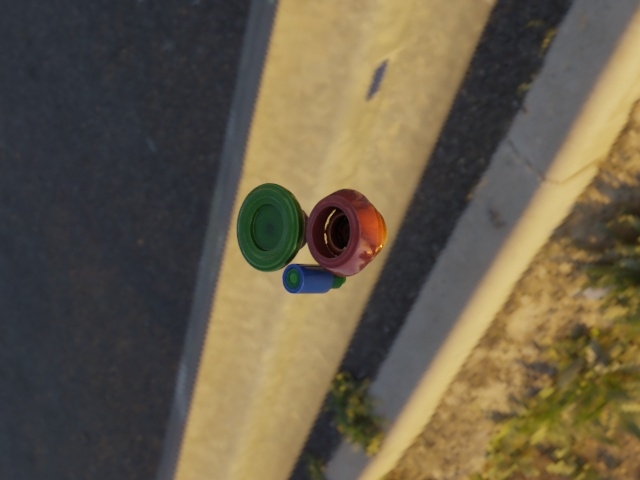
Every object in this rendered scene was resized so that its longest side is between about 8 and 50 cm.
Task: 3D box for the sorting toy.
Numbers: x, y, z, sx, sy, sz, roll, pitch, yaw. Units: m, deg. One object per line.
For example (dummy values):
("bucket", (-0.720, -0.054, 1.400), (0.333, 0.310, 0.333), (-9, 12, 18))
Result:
("sorting toy", (0.000, 0.000, 0.760), (0.102, 0.042, 0.061), (6, 92, 43))
